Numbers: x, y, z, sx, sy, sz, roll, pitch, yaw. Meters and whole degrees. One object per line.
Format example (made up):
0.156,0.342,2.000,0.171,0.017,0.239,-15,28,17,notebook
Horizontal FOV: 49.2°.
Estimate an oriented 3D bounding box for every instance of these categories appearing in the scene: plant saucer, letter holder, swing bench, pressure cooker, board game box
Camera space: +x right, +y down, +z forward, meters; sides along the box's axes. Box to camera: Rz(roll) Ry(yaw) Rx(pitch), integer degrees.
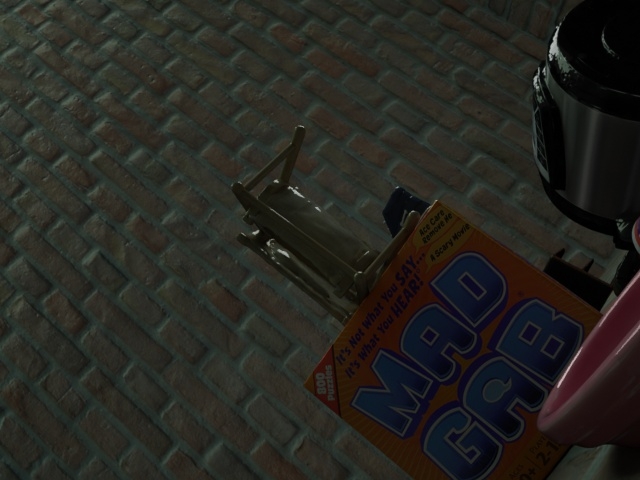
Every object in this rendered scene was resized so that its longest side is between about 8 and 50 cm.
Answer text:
0.337,0.072,0.663,0.332,0.084,0.332,-46,-17,-19,plant saucer
0.587,0.179,1.704,0.214,0.152,0.302,-20,-44,-57,letter holder
0.000,0.000,1.150,0.165,0.253,0.255,-46,-17,-26,swing bench
0.597,-0.205,1.304,0.370,0.375,0.420,-35,-39,-16,pressure cooker
0.258,0.192,1.167,0.356,0.356,0.356,-55,-16,9,board game box

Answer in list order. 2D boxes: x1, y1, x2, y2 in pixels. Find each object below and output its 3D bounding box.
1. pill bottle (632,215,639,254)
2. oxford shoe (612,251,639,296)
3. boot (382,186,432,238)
0.544,-0.045,1.012,0.108,0.108,0.193,-44,-18,-25,pill bottle
0.704,0.031,1.531,0.227,0.083,0.096,-48,-20,-13,oxford shoe
0.148,-0.019,1.221,0.069,0.086,0.190,-43,-18,-29,boot
